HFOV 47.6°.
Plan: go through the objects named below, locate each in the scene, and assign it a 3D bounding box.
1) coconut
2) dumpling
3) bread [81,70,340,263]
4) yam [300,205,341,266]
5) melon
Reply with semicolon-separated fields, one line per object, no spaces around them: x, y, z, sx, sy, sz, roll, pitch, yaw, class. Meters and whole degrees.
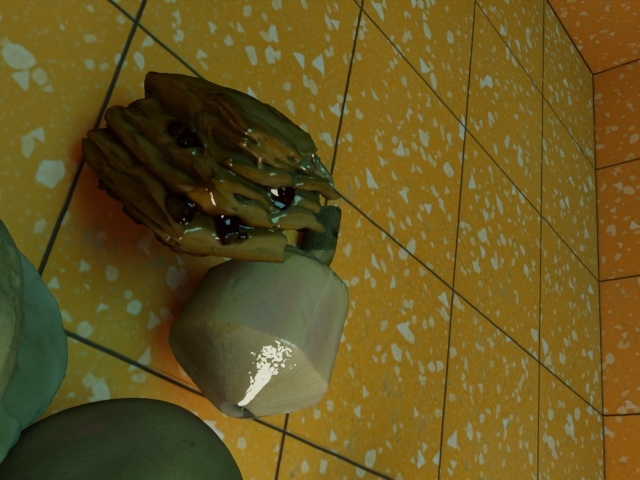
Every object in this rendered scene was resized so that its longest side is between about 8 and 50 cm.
-0.088;0.144;1.059;0.239;0.239;0.244;50;45;-30;coconut
-0.371;0.068;0.691;0.270;0.212;0.321;22;56;-13;dumpling
-0.115;-0.112;1.032;0.370;0.314;0.191;0;117;-49;bread
0.000;0.000;1.344;0.070;0.069;0.146;39;49;-38;yam
-0.245;0.311;0.773;0.330;0.268;0.268;-23;98;-33;melon
